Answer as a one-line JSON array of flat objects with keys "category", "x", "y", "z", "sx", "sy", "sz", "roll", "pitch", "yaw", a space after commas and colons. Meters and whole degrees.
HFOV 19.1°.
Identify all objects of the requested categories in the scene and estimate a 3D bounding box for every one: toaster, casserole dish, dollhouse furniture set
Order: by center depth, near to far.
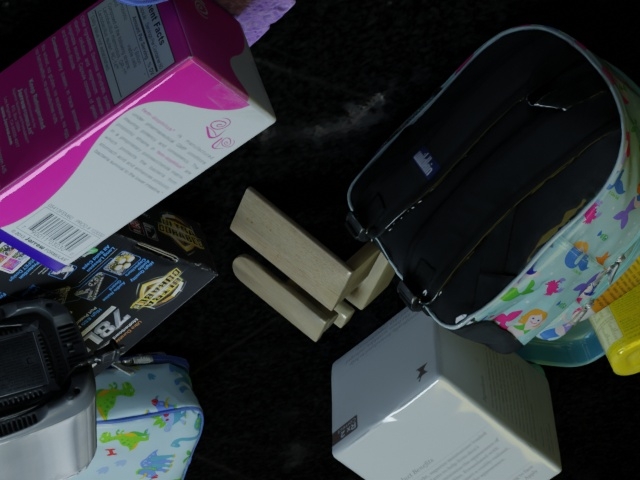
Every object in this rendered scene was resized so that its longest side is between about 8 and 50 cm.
[{"category": "toaster", "x": -0.277, "y": 0.143, "z": 1.618, "sx": 0.227, "sy": 0.129, "sz": 0.146, "roll": -16, "pitch": 149, "yaw": -13}, {"category": "dollhouse furniture set", "x": 0.000, "y": 0.000, "z": 1.788, "sx": 0.151, "sy": 0.123, "sz": 0.144, "roll": -41, "pitch": 164, "yaw": -42}, {"category": "casserole dish", "x": 0.260, "y": 0.088, "z": 2.050, "sx": 0.188, "sy": 0.037, "sz": 0.114, "roll": 8, "pitch": 136, "yaw": -38}]

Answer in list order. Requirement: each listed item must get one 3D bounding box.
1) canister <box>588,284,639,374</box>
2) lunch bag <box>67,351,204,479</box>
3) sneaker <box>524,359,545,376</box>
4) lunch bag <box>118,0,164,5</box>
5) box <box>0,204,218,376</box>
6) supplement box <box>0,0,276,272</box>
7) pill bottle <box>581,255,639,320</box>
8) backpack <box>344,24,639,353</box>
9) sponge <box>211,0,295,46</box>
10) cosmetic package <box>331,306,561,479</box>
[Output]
[{"category": "canister", "x": 0.311, "y": 0.037, "z": 1.884, "sx": 0.126, "sy": 0.170, "sz": 0.073, "roll": -24, "pitch": 146, "yaw": 3}, {"category": "lunch bag", "x": -0.220, "y": 0.204, "z": 1.895, "sx": 0.176, "sy": 0.090, "sz": 0.219, "roll": -7, "pitch": 144, "yaw": -23}, {"category": "sneaker", "x": 0.177, "y": 0.167, "z": 2.085, "sx": 0.166, "sy": 0.065, "sz": 0.076, "roll": -28, "pitch": -168, "yaw": 28}, {"category": "lunch bag", "x": -0.074, "y": -0.294, "z": 1.256, "sx": 0.303, "sy": 0.115, "sz": 0.243, "roll": -33, "pitch": 147, "yaw": 18}, {"category": "box", "x": -0.291, "y": 0.051, "z": 1.655, "sx": 0.295, "sy": 0.073, "sz": 0.293, "roll": -39, "pitch": 144, "yaw": 24}, {"category": "supplement box", "x": -0.161, "y": -0.092, "z": 1.433, "sx": 0.220, "sy": 0.114, "sz": 0.111, "roll": -32, "pitch": 143, "yaw": 18}, {"category": "pill bottle", "x": 0.256, "y": -0.009, "z": 1.800, "sx": 0.246, "sy": 0.136, "sz": 0.136, "roll": -35, "pitch": 145, "yaw": 9}, {"category": "backpack", "x": 0.180, "y": -0.049, "z": 1.644, "sx": 0.191, "sy": 0.225, "sz": 0.253, "roll": 19, "pitch": 117, "yaw": -46}, {"category": "sponge", "x": -0.130, "y": -0.151, "z": 1.497, "sx": 0.210, "sy": 0.031, "sz": 0.117, "roll": -41, "pitch": 141, "yaw": 26}, {"category": "cosmetic package", "x": 0.127, "y": 0.181, "z": 1.948, "sx": 0.184, "sy": 0.151, "sz": 0.151, "roll": 39, "pitch": 117, "yaw": -24}]
